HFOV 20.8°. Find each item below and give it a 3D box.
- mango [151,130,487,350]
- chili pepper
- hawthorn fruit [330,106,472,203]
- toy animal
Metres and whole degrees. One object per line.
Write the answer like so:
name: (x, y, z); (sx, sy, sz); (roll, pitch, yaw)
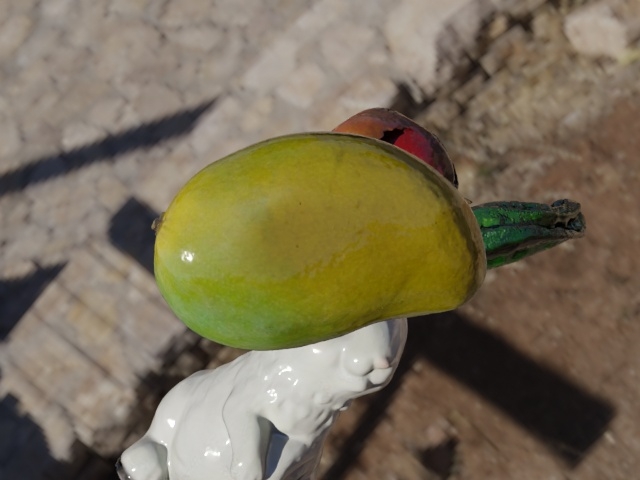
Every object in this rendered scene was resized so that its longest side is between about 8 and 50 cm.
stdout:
mango: (-0.003, -0.003, 1.007); (0.191, 0.122, 0.085); (-14, 6, -11)
chili pepper: (0.130, 0.007, 1.555); (0.278, 0.122, 0.065); (-18, 74, -20)
hawthorn fruit: (0.076, -0.062, 1.829); (0.172, 0.148, 0.148); (24, 71, 13)
toy animal: (-0.041, 0.167, 1.887); (0.357, 0.194, 0.258); (-48, 11, 20)
